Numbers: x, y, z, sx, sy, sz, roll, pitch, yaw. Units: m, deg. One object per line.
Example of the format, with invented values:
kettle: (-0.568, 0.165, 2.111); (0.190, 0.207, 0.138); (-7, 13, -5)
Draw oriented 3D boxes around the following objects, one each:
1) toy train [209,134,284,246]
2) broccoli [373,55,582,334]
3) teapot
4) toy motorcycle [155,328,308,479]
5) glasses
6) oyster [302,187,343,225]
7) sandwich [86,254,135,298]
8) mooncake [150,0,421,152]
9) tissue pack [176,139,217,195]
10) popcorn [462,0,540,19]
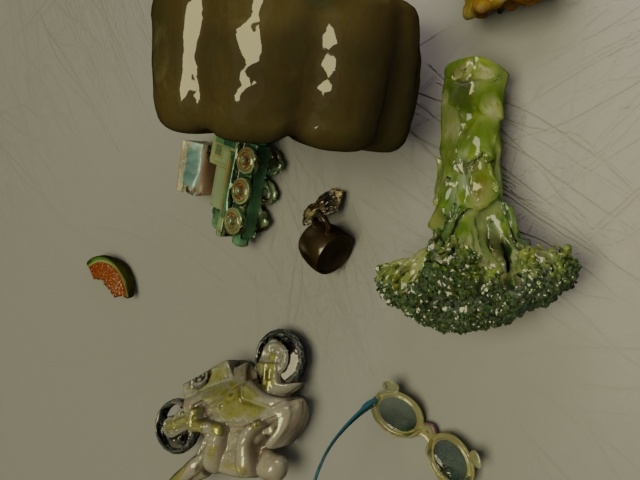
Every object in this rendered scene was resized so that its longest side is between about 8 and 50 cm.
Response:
toy train: (-0.136, -0.091, 1.247); (0.125, 0.081, 0.193); (24, 107, 41)
broccoli: (0.211, -0.054, 0.966); (0.252, 0.221, 0.361); (-147, 68, -66)
teapot: (0.000, 0.000, 1.153); (0.068, 0.076, 0.121); (39, 149, 34)
toy motorcycle: (-0.136, 0.309, 1.235); (0.341, 0.108, 0.222); (-33, 68, 22)
glasses: (0.090, 0.335, 1.048); (0.190, 0.221, 0.088); (39, 150, 25)
oyster: (0.002, -0.057, 1.174); (0.083, 0.019, 0.054); (-28, 39, 18)
sandwich: (-0.408, 0.067, 1.452); (0.135, 0.029, 0.067); (30, 113, 28)
mooncake: (-0.050, -0.229, 1.018); (0.379, 0.378, 0.200); (8, 101, 33)
tissue pack: (-0.209, -0.126, 1.292); (0.059, 0.074, 0.094); (15, 102, 29)
popcorn: (0.237, -0.373, 0.953); (0.180, 0.170, 0.180); (-23, 40, 21)
